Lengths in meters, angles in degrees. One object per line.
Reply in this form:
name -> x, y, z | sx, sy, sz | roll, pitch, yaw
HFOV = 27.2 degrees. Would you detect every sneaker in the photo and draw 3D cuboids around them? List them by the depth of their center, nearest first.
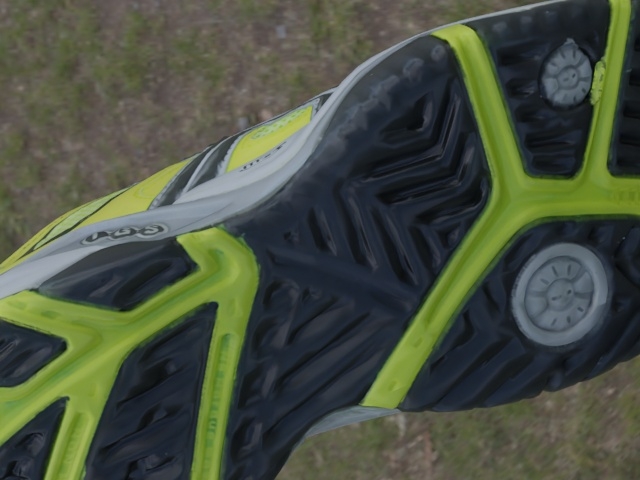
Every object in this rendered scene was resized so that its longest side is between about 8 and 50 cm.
sneaker -> 0.000, 0.000, 0.506 | 0.384, 0.147, 0.145 | -21, 107, -12
